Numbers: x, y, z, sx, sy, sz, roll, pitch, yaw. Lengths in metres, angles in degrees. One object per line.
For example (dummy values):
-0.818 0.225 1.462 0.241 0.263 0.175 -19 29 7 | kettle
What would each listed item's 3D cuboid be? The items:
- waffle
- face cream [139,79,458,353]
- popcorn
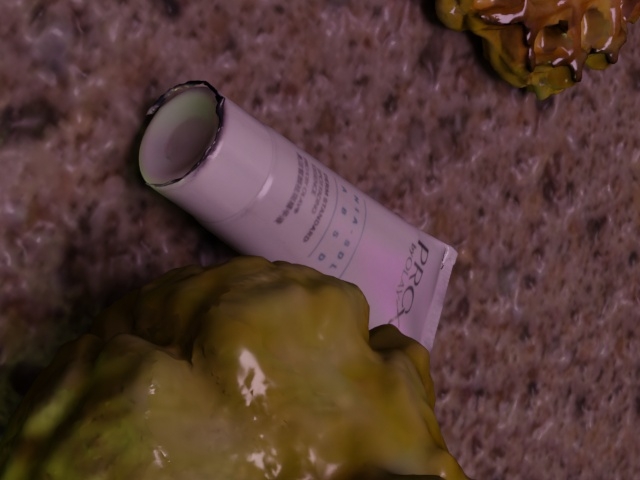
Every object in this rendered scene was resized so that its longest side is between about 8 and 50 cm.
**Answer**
0.132 -0.224 0.763 0.238 0.059 0.243 28 75 -37 | waffle
0.000 0.000 0.670 0.244 0.058 0.092 35 68 -45 | face cream
-0.039 0.148 0.537 0.224 0.270 0.258 21 126 -38 | popcorn
